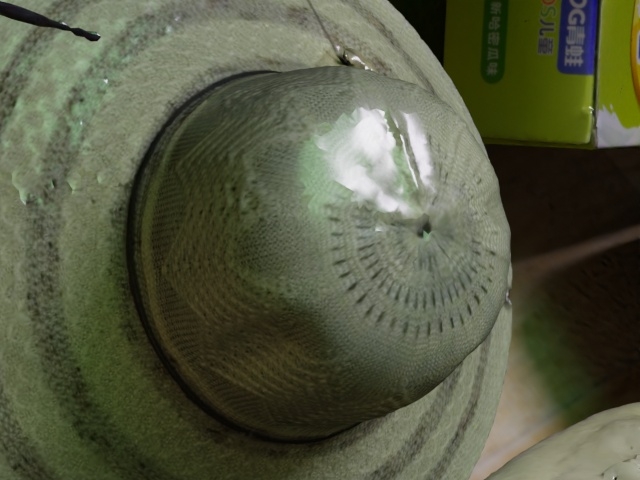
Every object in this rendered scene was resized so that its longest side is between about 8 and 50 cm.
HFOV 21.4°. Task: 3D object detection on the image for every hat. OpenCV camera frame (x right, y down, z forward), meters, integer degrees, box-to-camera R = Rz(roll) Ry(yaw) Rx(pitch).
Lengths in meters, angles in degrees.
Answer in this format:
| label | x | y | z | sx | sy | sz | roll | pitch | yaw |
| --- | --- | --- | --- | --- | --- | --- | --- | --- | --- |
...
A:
| label | x | y | z | sx | sy | sz | roll | pitch | yaw |
| --- | --- | --- | --- | --- | --- | --- | --- | --- | --- |
| hat | 0.000 | 0.000 | 0.544 | 0.252 | 0.110 | 0.252 | 6 | 79 | -35 |

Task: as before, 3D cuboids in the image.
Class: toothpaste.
| label | x | y | z | sx | sy | sz | roll | pitch | yaw |
| --- | --- | --- | --- | --- | --- | --- | --- | --- | --- |
| toothpaste | 0.173 | -0.103 | 0.806 | 0.327 | 0.077 | 0.110 | -7 | 103 | -53 |

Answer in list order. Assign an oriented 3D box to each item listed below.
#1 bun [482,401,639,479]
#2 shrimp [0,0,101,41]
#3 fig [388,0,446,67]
| label | x | y | z | sx | sy | sz | roll | pitch | yaw |
| --- | --- | --- | --- | --- | --- | --- | --- | --- | --- |
| bun | 0.148 | 0.177 | 0.556 | 0.287 | 0.146 | 0.287 | 20 | 46 | -23 |
| shrimp | -0.230 | -0.121 | 0.499 | 0.343 | 0.116 | 0.145 | 11 | 28 | -1 |
| fig | 0.064 | -0.119 | 0.797 | 0.117 | 0.117 | 0.177 | 20 | 55 | -24 |
